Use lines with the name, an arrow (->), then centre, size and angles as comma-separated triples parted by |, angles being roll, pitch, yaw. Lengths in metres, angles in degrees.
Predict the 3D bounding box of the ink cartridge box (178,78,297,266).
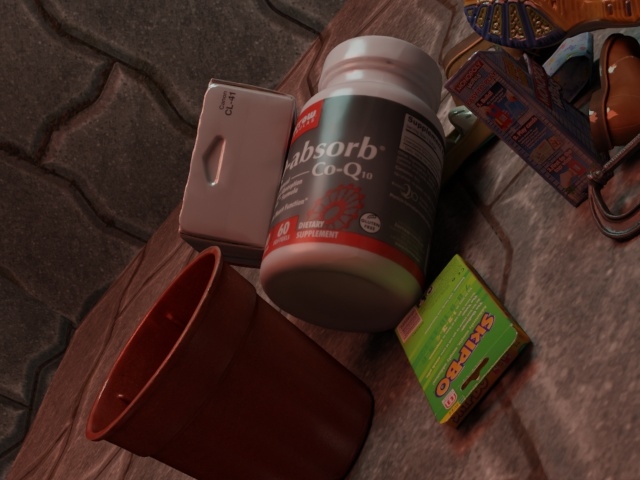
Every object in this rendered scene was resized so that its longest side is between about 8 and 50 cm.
ink cartridge box -> -0.110, -0.083, 1.521 | 0.306, 0.131, 0.226 | 97, -177, -84

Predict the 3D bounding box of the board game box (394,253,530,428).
board game box -> 0.152, 0.108, 1.135 | 0.124, 0.039, 0.259 | -52, 13, 10

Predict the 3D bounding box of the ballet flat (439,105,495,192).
ballet flat -> 0.194, -0.145, 1.480 | 0.232, 0.073, 0.080 | -48, 14, 19

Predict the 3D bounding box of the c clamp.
c clamp -> 0.320, -0.082, 1.012 | 0.160, 0.022, 0.137 | -49, 41, 22

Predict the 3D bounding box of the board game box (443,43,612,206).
board game box -> 0.232, -0.158, 1.169 | 0.060, 0.194, 0.194 | -46, 18, 29

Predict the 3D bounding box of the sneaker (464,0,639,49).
sneaker -> 0.315, -0.283, 1.212 | 0.296, 0.131, 0.111 | 6, 101, 40

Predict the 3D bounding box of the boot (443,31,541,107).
boot -> 0.298, -0.284, 1.476 | 0.305, 0.112, 0.115 | -42, 41, 44

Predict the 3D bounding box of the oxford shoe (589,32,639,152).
oxford shoe -> 0.345, -0.167, 1.131 | 0.076, 0.076, 0.212 | -9, 35, 25

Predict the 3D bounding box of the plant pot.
plant pot -> -0.098, 0.191, 1.257 | 0.272, 0.265, 0.272 | -49, 16, 20

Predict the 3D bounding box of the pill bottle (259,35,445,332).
pill bottle -> 0.054, -0.079, 1.371 | 0.210, 0.210, 0.362 | -33, 38, 52

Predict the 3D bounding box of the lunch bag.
lunch bag -> 0.320, -0.219, 1.310 | 0.083, 0.053, 0.071 | -55, 10, 37
